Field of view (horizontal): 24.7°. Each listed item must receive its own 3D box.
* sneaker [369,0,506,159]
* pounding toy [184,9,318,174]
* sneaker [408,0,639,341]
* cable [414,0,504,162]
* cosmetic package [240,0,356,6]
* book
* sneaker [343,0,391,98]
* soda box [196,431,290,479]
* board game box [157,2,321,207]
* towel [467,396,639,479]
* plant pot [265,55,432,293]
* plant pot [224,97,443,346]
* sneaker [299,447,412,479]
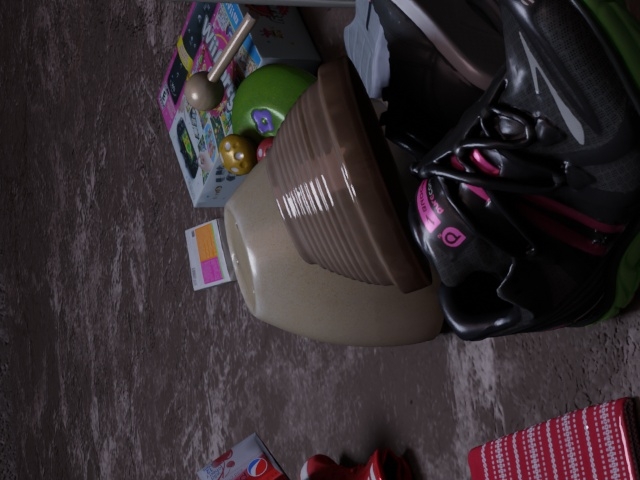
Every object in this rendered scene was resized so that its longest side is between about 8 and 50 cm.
[{"bbox_3d":[0.085,-0.189,1.451,0.295,0.105,0.147,57,136,38],"label":"sneaker"},{"bbox_3d":[-0.080,-0.141,1.848,0.237,0.110,0.183,49,136,3],"label":"pounding toy"},{"bbox_3d":[0.178,-0.049,1.235,0.482,0.202,0.185,83,162,-53],"label":"sneaker"},{"bbox_3d":[0.170,-0.145,1.509,0.257,0.089,0.257,-5,88,63],"label":"cable"},{"bbox_3d":[-0.051,-0.350,1.675,0.113,0.309,0.160,11,100,61],"label":"cosmetic package"},{"bbox_3d":[-0.164,0.022,2.218,0.144,0.035,0.096,-15,82,62],"label":"book"},{"bbox_3d":[0.088,-0.236,1.664,0.258,0.091,0.094,110,138,-74],"label":"sneaker"},{"bbox_3d":[-0.051,0.357,1.819,0.083,0.092,0.263,49,172,46],"label":"soda box"},{"bbox_3d":[-0.123,-0.226,2.052,0.303,0.098,0.224,-60,42,44],"label":"board game box"},{"bbox_3d":[0.242,0.280,1.467,0.275,0.031,0.198,-34,61,56],"label":"towel"},{"bbox_3d":[0.018,-0.049,1.410,0.237,0.110,0.237,-21,-90,-82],"label":"plant pot"},{"bbox_3d":[0.000,0.000,1.645,0.284,0.191,0.284,165,90,-79],"label":"plant pot"},{"bbox_3d":[0.056,0.296,1.801,0.128,0.087,0.221,-62,32,12],"label":"sneaker"}]
